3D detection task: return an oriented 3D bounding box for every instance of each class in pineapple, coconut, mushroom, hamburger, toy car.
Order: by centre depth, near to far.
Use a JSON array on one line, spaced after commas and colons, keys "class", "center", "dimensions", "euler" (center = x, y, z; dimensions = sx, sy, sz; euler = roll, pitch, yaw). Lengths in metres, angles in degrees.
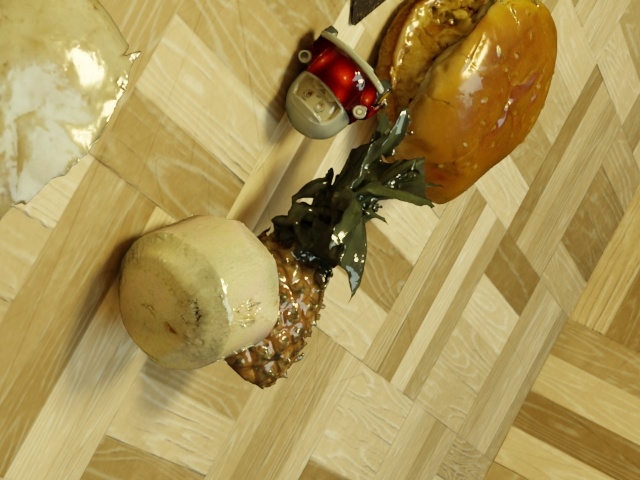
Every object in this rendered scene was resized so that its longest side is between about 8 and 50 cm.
[{"class": "mushroom", "center": [-0.289, -0.124, 1.358], "dimensions": [0.254, 0.195, 0.189], "euler": [-51, 122, -20]}, {"class": "coconut", "center": [-0.122, 0.054, 1.889], "dimensions": [0.183, 0.171, 0.171], "euler": [-20, 133, -50]}, {"class": "pineapple", "center": [-0.001, 0.000, 2.038], "dimensions": [0.364, 0.165, 0.165], "euler": [-48, 157, 0]}, {"class": "toy car", "center": [0.011, -0.168, 2.043], "dimensions": [0.112, 0.112, 0.139], "euler": [-44, 171, -6]}, {"class": "hamburger", "center": [0.187, -0.196, 2.298], "dimensions": [0.290, 0.170, 0.314], "euler": [-45, 154, -24]}]

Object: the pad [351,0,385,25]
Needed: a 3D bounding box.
[{"class": "pad", "center": [0.133, -0.421, 2.145], "dimensions": [0.330, 0.004, 0.220], "euler": [-43, 149, -41]}]
